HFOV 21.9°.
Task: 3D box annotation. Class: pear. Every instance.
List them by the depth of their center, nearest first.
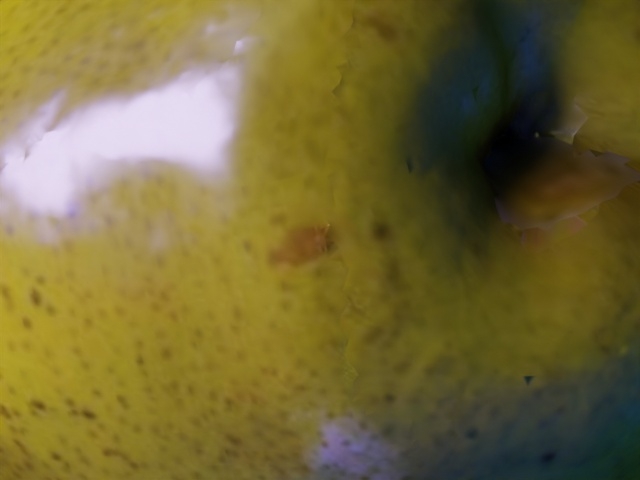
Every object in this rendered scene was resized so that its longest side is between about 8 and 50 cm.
[{"bbox_3d":[0.000,0.000,0.555,0.294,0.294,0.294,-30,29,19],"label":"pear"}]
